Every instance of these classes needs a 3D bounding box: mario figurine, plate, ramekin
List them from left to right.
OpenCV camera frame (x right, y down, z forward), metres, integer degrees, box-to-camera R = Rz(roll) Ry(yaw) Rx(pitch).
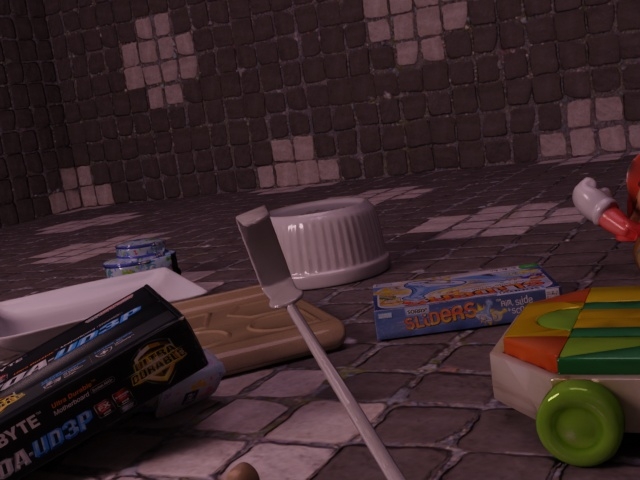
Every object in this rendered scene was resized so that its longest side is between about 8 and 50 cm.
[{"bbox_3d":[-0.320,0.100,1.212,0.277,0.045,0.278,-11,9,-22],"label":"plate"},{"bbox_3d":[0.000,0.000,1.329,0.207,0.109,0.207,-8,8,1],"label":"ramekin"},{"bbox_3d":[0.419,-0.049,1.011,0.198,0.170,0.320,27,22,3],"label":"mario figurine"}]

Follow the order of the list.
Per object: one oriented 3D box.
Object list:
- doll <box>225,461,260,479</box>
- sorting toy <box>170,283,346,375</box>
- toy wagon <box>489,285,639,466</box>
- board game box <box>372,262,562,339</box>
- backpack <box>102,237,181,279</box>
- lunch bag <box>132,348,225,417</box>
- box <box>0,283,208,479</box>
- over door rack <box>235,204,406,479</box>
[{"bbox_3d":[0.014,0.167,0.459,0.189,0.046,0.129,2,13,34],"label":"doll"},{"bbox_3d":[-0.148,0.117,0.976,0.307,0.041,0.229,-12,14,-17],"label":"sorting toy"},{"bbox_3d":[0.309,0.083,0.633,0.344,0.068,0.267,-5,10,25],"label":"toy wagon"},{"bbox_3d":[0.161,0.068,0.979,0.201,0.035,0.136,-8,9,4],"label":"board game box"},{"bbox_3d":[-0.308,0.040,1.450,0.114,0.084,0.105,-16,9,-27],"label":"backpack"},{"bbox_3d":[-0.138,0.133,0.804,0.071,0.053,0.083,-16,0,-41],"label":"lunch bag"},{"bbox_3d":[-0.219,0.124,0.740,0.220,0.051,0.175,-30,15,-15],"label":"box"},{"bbox_3d":[-0.083,0.125,0.415,0.239,0.108,0.324,-21,31,-8],"label":"over door rack"}]
